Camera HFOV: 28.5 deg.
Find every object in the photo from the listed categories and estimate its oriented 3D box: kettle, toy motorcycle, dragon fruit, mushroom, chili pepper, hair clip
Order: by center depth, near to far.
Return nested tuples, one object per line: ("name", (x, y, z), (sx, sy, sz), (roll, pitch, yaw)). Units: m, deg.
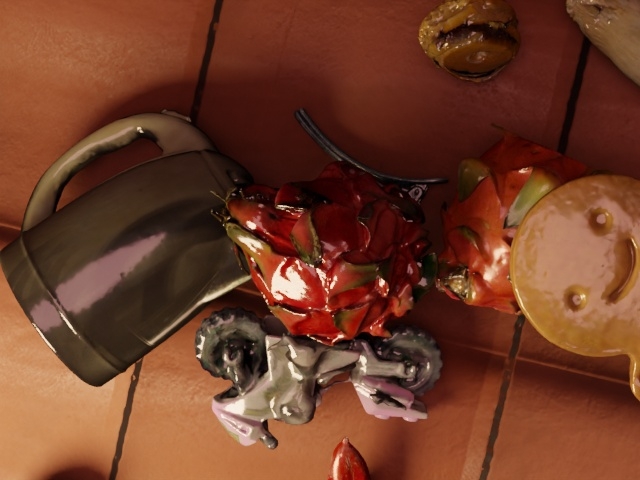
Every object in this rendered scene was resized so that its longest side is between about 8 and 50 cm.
("dragon fruit", (0.000, 0.000, 1.538), (0.293, 0.234, 0.234), (33, 96, -3))
("dragon fruit", (0.251, -0.015, 1.569), (0.224, 0.224, 0.227), (18, 86, 9))
("mushroom", (0.498, -0.237, 1.571), (0.397, 0.126, 0.177), (12, 82, 10))
("toy motorcycle", (-0.008, 0.187, 1.655), (0.326, 0.143, 0.188), (7, 107, -8))
("kettle", (-0.242, -0.020, 1.664), (0.324, 0.228, 0.321), (-34, 63, -1))
("chili pepper", (0.041, 0.343, 1.675), (0.059, 0.050, 0.191), (-6, 111, 3))
("hair clip", (0.056, -0.107, 1.688), (0.229, 0.039, 0.070), (30, 96, 9))

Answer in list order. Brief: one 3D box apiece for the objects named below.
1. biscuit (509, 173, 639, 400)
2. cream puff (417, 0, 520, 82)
("biscuit", (0.392, 0.050, 1.431), (0.354, 0.052, 0.275), (21, 93, 3))
("cream puff", (0.191, -0.268, 1.627), (0.133, 0.119, 0.104), (-1, 68, -2))
